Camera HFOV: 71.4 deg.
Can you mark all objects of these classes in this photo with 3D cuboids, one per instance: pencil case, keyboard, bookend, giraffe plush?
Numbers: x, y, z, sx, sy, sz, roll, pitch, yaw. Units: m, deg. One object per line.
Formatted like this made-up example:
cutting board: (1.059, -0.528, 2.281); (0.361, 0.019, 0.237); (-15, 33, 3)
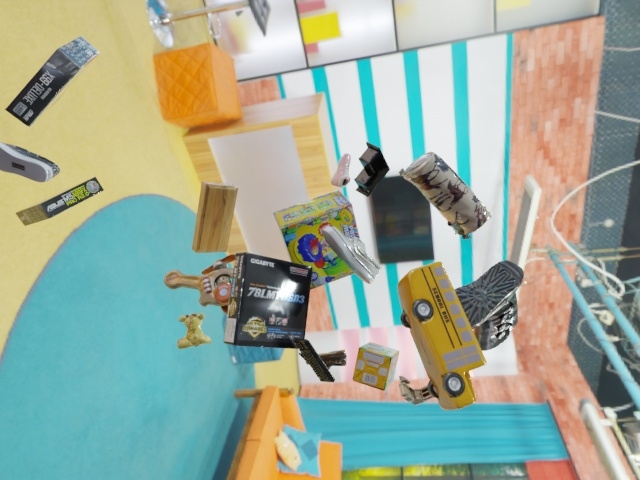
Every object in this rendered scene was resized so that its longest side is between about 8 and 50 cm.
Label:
pencil case: (0.521, -0.192, 1.864); (0.410, 0.183, 0.160); (43, 32, -15)
keyboard: (-0.030, 0.403, 1.494); (0.023, 0.108, 0.180); (-39, 104, -33)
bookend: (0.192, -0.287, 1.818); (0.157, 0.072, 0.156); (-52, 145, -5)
giraffe plush: (-0.670, 0.469, 2.343); (0.210, 0.181, 0.171); (-24, -105, 63)

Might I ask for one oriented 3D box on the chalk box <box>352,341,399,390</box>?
chalk box: (0.225, 0.481, 1.738); (0.213, 0.132, 0.132); (12, 90, -70)

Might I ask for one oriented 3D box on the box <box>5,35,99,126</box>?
box: (-0.815, -0.501, 1.374); (0.076, 0.242, 0.307); (42, 11, -31)

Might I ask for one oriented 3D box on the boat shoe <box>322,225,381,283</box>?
boat shoe: (0.112, 0.034, 1.488); (0.267, 0.088, 0.096); (47, -13, -21)

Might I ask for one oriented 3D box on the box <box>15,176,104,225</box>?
box: (-0.945, -0.141, 1.612); (0.216, 0.270, 0.060); (-43, 117, -42)

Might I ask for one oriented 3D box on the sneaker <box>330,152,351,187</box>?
sneaker: (0.095, -0.261, 1.687); (0.051, 0.070, 0.134); (21, 97, -47)

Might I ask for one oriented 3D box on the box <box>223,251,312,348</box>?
box: (-0.166, 0.207, 1.490); (0.295, 0.073, 0.294); (17, 76, -42)

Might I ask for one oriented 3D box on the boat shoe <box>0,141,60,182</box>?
boat shoe: (-0.870, -0.238, 1.292); (0.076, 0.228, 0.080); (-67, 176, -65)

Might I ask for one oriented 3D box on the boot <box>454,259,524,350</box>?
boot: (0.593, 0.302, 1.678); (0.146, 0.367, 0.445); (57, -4, 34)

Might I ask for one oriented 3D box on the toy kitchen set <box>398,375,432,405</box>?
toy kitchen set: (0.260, 0.391, 1.208); (0.083, 0.075, 0.068); (42, 25, -37)

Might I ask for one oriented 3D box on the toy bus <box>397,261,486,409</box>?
toy bus: (0.293, 0.230, 1.087); (0.108, 0.130, 0.333); (111, -38, -66)

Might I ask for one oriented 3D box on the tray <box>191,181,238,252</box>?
tray: (-0.618, -0.130, 2.610); (0.202, 0.076, 0.411); (-1, 110, -41)

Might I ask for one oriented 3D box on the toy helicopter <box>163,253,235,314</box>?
toy helicopter: (-0.482, 0.164, 1.871); (0.140, 0.354, 0.235); (83, 15, -58)

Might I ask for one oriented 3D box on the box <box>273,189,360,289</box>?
box: (0.000, 0.000, 1.732); (0.177, 0.279, 0.290); (-123, -166, -61)

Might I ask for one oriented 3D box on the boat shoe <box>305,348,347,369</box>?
boat shoe: (0.028, 0.483, 1.781); (0.207, 0.073, 0.073); (4, 75, -38)
